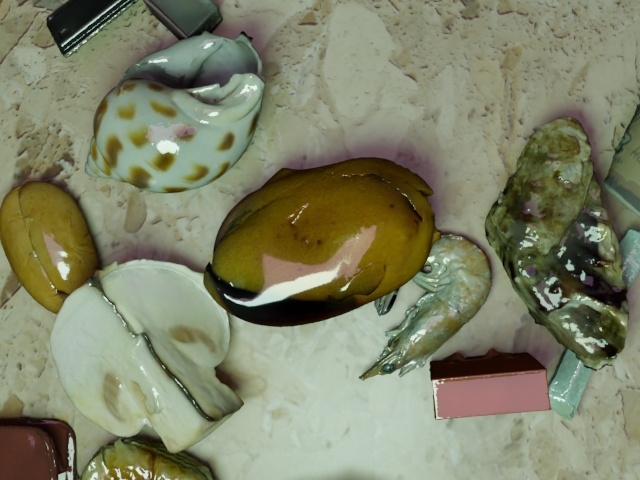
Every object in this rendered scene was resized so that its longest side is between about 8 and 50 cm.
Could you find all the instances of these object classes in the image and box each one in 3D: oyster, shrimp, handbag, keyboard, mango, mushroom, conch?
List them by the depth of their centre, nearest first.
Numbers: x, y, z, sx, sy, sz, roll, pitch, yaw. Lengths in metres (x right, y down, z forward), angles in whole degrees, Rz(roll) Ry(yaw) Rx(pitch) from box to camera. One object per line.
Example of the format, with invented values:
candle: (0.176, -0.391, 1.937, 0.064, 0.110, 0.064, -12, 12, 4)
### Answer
handbag: (0.191, 0.166, 1.140, 0.127, 0.190, 0.062, -6, 89, 5)
oyster: (0.291, 0.007, 1.167, 0.166, 0.094, 0.294, -29, 73, 18)
mango: (0.000, 0.000, 1.179, 0.287, 0.152, 0.201, -10, 76, 8)
conch: (-0.186, -0.141, 1.213, 0.275, 0.148, 0.182, -7, 45, 13)
shrimp: (0.115, 0.082, 1.224, 0.223, 0.047, 0.126, -45, 77, -3)
mushroom: (-0.211, 0.141, 1.228, 0.173, 0.162, 0.236, -35, 94, 39)
handbag: (-0.444, 0.367, 1.256, 0.260, 0.084, 0.275, -3, 88, 5)
keyboard: (-0.255, -0.328, 1.271, 0.230, 0.025, 0.093, -37, 50, 4)

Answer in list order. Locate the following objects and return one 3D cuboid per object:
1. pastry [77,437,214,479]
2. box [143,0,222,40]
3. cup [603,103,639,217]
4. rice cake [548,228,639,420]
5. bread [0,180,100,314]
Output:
pastry: (-0.221, 0.346, 1.226, 0.193, 0.093, 0.182, 24, 90, -1)
box: (-0.174, -0.295, 1.261, 0.085, 0.060, 0.063, 43, 88, 7)
cup: (0.489, -0.096, 1.132, 0.301, 0.227, 0.257, 34, 107, -20)
rice cake: (0.339, 0.101, 1.201, 0.045, 0.042, 0.245, 25, 91, 13)
bread: (-0.349, 0.009, 1.262, 0.114, 0.077, 0.189, -26, 83, 0)
